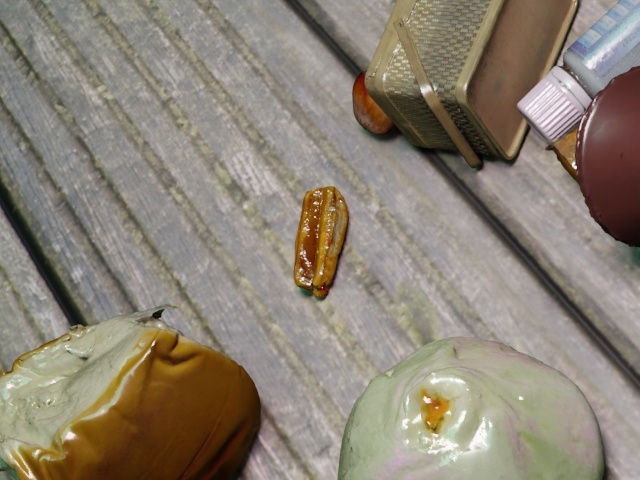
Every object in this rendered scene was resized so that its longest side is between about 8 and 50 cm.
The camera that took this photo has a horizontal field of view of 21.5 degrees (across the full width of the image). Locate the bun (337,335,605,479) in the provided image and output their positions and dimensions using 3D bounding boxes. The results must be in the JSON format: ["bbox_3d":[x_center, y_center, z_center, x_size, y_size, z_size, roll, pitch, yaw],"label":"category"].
[{"bbox_3d":[0.133,0.220,1.710,0.293,0.187,0.293,-14,58,24],"label":"bun"}]

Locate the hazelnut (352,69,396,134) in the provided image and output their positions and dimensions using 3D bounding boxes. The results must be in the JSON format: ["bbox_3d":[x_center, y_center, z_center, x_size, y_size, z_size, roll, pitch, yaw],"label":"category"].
[{"bbox_3d":[0.074,-0.170,2.062,0.086,0.086,0.086,-15,55,23],"label":"hazelnut"}]

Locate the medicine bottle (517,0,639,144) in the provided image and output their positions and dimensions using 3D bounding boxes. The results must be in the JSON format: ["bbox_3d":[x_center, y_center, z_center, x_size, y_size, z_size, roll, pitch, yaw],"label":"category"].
[{"bbox_3d":[0.317,-0.197,1.917,0.203,0.083,0.083,-42,49,1],"label":"medicine bottle"}]

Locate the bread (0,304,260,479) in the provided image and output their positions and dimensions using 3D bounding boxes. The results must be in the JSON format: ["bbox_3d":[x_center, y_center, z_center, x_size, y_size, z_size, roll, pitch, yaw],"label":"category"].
[{"bbox_3d":[-0.224,0.206,1.896,0.279,0.250,0.225,-47,46,-4],"label":"bread"}]

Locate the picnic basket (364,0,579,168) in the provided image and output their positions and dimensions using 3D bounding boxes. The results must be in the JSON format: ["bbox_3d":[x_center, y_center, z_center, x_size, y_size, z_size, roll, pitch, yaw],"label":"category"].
[{"bbox_3d":[0.180,-0.233,1.971,0.139,0.165,0.267,11,69,35],"label":"picnic basket"}]

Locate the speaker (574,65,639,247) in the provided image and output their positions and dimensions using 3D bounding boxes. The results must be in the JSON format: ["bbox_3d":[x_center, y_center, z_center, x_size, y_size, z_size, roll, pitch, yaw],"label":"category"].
[{"bbox_3d":[0.448,-0.051,1.659,0.198,0.259,0.329,-55,31,-13],"label":"speaker"}]

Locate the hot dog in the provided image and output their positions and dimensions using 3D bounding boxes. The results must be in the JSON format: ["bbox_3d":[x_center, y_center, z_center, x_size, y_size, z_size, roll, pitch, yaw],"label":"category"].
[{"bbox_3d":[0.001,0.001,2.023,0.062,0.038,0.144,-7,61,25],"label":"hot dog"}]

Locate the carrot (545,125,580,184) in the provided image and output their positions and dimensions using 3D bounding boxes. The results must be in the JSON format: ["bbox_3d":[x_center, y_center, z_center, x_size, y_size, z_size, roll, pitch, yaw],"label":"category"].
[{"bbox_3d":[0.380,-0.139,1.850,0.263,0.102,0.102,-35,49,1],"label":"carrot"}]
